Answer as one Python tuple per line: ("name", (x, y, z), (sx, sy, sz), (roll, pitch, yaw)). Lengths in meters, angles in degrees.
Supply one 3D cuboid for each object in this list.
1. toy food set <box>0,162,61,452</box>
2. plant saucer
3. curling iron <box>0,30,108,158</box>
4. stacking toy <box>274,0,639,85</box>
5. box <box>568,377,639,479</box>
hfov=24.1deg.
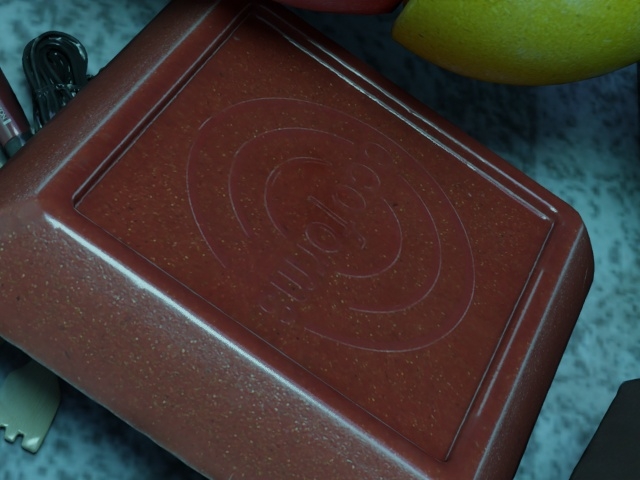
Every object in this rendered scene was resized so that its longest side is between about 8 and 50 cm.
("toy food set", (-0.187, 0.000, 0.656), (0.192, 0.038, 0.132), (24, 60, -5))
("plant saucer", (0.000, 0.000, 0.666), (0.259, 0.048, 0.258), (35, 42, -2))
("curling iron", (-0.185, -0.139, 0.729), (0.068, 0.035, 0.274), (-30, 75, -39))
("stacking toy", (0.075, -0.180, 0.668), (0.480, 0.350, 0.350), (40, 59, -1))
("box", (0.130, 0.231, 0.513), (0.191, 0.143, 0.381), (58, 44, -20))
